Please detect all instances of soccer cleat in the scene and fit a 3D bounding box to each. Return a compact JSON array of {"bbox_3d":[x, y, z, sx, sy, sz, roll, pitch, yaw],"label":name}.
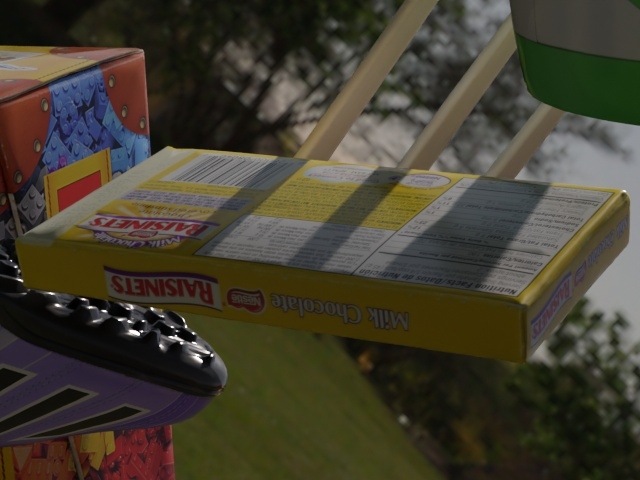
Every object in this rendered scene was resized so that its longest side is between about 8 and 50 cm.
[{"bbox_3d":[-0.190,0.051,0.661,0.318,0.116,0.108,13,9,-31],"label":"soccer cleat"}]

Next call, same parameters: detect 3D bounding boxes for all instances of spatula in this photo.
[{"bbox_3d":[0.073,-0.085,0.721,0.168,0.242,0.019,4,45,-42],"label":"spatula"}]

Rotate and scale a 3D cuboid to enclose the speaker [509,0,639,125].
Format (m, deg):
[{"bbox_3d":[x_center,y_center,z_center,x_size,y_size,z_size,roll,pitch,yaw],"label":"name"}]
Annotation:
[{"bbox_3d":[0.129,-0.191,0.526,0.131,0.296,0.131,2,17,0],"label":"speaker"}]

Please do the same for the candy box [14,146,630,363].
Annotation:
[{"bbox_3d":[0.000,0.000,0.607,0.206,0.105,0.027,7,-62,29],"label":"candy box"}]

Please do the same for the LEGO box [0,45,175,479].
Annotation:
[{"bbox_3d":[-0.371,0.057,1.130,0.500,0.372,0.193,4,17,22],"label":"LEGO box"}]
